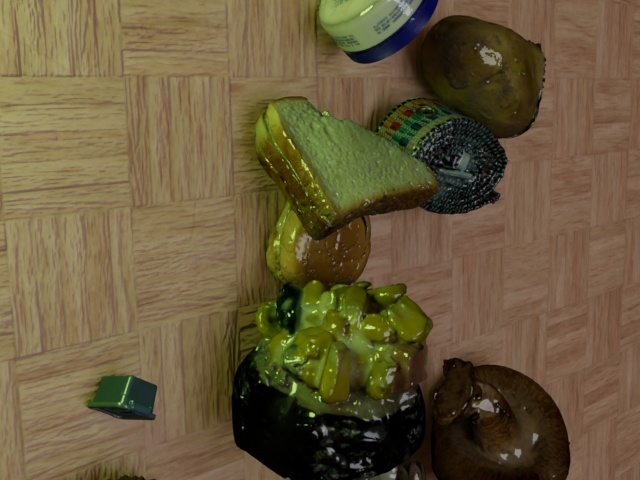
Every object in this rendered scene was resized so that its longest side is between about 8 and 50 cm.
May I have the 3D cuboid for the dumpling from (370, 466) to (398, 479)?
[{"bbox_3d":[0.070,0.511,1.657,0.155,0.111,0.181,30,63,-9],"label":"dumpling"}]

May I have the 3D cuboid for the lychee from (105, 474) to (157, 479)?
[{"bbox_3d":[-0.303,0.467,1.237,0.238,0.200,0.200,-45,124,-35],"label":"lychee"}]

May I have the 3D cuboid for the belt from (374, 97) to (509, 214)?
[{"bbox_3d":[0.233,-0.170,1.657,0.295,0.160,0.206,0,115,-41],"label":"belt"}]

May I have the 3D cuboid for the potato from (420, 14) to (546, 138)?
[{"bbox_3d":[0.315,-0.350,1.675,0.266,0.229,0.229,19,83,-40],"label":"potato"}]

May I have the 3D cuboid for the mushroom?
[{"bbox_3d":[0.387,0.396,1.783,0.331,0.334,0.356,-68,171,-57],"label":"mushroom"}]

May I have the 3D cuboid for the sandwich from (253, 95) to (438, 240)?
[{"bbox_3d":[0.040,-0.144,1.440,0.288,0.099,0.254,-16,65,-39],"label":"sandwich"}]

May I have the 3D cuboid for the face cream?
[{"bbox_3d":[0.098,-0.424,1.463,0.111,0.206,0.206,42,68,-35],"label":"face cream"}]

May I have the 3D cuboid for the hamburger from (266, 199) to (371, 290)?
[{"bbox_3d":[-0.001,-0.001,1.508,0.214,0.108,0.213,-12,109,-39],"label":"hamburger"}]

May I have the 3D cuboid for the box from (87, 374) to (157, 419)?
[{"bbox_3d":[-0.299,0.240,1.270,0.074,0.099,0.054,36,57,-40],"label":"box"}]

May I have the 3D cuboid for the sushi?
[{"bbox_3d":[0.017,0.205,1.380,0.329,0.328,0.285,-1,118,-8],"label":"sushi"}]

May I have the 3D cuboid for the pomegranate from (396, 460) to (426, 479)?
[{"bbox_3d":[0.217,0.585,1.748,0.179,0.179,0.210,3,93,-43],"label":"pomegranate"}]
